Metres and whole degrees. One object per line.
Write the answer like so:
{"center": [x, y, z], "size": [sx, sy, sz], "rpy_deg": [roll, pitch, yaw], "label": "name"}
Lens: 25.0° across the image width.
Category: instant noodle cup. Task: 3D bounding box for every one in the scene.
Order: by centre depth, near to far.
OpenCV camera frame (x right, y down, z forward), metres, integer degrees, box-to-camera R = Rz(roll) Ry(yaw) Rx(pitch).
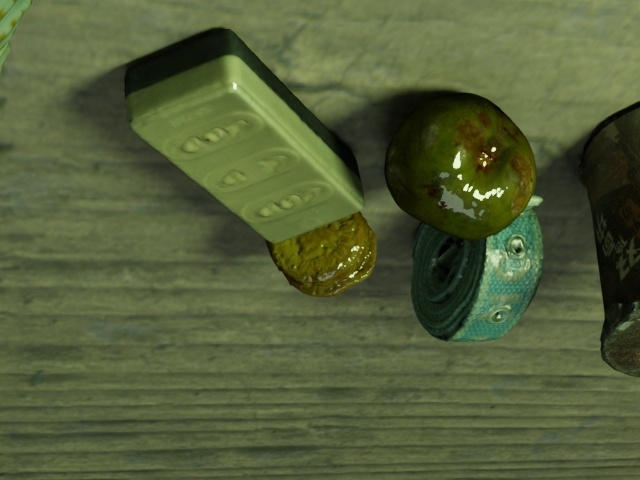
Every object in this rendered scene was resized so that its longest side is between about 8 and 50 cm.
{"center": [0.342, -0.006, 1.320], "size": [0.217, 0.207, 0.217], "rpy_deg": [-5, 152, -3], "label": "instant noodle cup"}

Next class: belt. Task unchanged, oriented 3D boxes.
{"center": [0.153, 0.026, 1.404], "size": [0.082, 0.148, 0.163], "rpy_deg": [1, 178, -21], "label": "belt"}

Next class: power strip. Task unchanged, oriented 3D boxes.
{"center": [-0.056, -0.079, 1.237], "size": [0.105, 0.070, 0.256], "rpy_deg": [-19, 150, 21], "label": "power strip"}

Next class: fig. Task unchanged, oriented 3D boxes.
{"center": [0.109, -0.075, 1.275], "size": [0.132, 0.185, 0.127], "rpy_deg": [9, 106, -22], "label": "fig"}

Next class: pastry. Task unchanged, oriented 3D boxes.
{"center": [0.000, 0.000, 1.363], "size": [0.109, 0.097, 0.057], "rpy_deg": [30, 167, 20], "label": "pastry"}

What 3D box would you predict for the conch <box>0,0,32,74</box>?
{"center": [-0.264, -0.165, 1.010], "size": [0.135, 0.102, 0.153], "rpy_deg": [-27, 148, 5], "label": "conch"}
